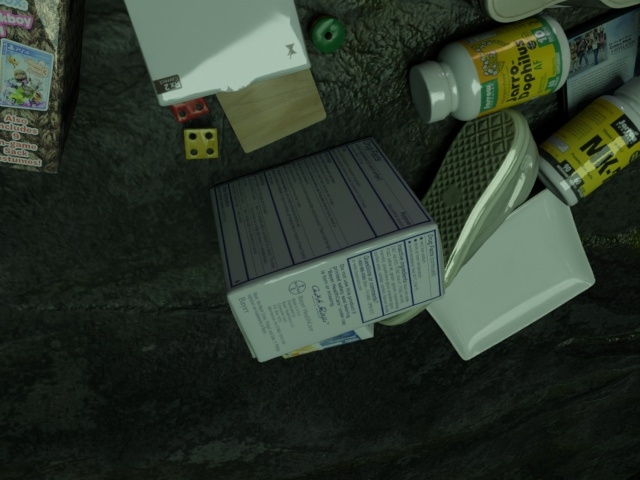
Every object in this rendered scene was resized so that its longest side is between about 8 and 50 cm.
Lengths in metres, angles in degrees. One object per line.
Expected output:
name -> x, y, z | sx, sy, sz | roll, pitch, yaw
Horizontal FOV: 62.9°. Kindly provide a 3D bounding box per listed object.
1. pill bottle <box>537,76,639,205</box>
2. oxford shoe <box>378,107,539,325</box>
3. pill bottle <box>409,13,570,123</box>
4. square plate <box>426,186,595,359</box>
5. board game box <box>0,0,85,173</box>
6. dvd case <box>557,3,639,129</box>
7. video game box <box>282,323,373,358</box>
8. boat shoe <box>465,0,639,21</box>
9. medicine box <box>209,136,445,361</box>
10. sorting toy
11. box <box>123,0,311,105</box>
pill bottle -> 0.469, -0.166, 0.882 | 0.208, 0.119, 0.119 | -41, 127, 15
oxford shoe -> 0.230, -0.020, 0.926 | 0.130, 0.169, 0.449 | 9, 122, -41
pill bottle -> 0.245, -0.248, 0.778 | 0.208, 0.117, 0.117 | -18, 129, -3
square plate -> 0.386, 0.077, 1.108 | 0.344, 0.049, 0.347 | -34, 128, 8
board game box -> -0.319, -0.255, 0.523 | 0.141, 0.232, 0.291 | 6, 124, -23
dvd case -> 0.496, -0.269, 0.903 | 0.180, 0.022, 0.253 | -24, 129, 2
video game box -> -0.029, 0.141, 0.987 | 0.205, 0.048, 0.187 | -19, 129, 23
boat shoe -> 0.355, -0.386, 0.740 | 0.335, 0.095, 0.112 | -15, 132, -13
medicine box -> 0.000, 0.000, 0.792 | 0.289, 0.263, 0.149 | -18, 129, -4
sorting toy -> -0.085, -0.210, 0.748 | 0.274, 0.046, 0.132 | -24, 129, 0
box -> -0.123, -0.270, 0.612 | 0.181, 0.119, 0.182 | -16, 111, -3
